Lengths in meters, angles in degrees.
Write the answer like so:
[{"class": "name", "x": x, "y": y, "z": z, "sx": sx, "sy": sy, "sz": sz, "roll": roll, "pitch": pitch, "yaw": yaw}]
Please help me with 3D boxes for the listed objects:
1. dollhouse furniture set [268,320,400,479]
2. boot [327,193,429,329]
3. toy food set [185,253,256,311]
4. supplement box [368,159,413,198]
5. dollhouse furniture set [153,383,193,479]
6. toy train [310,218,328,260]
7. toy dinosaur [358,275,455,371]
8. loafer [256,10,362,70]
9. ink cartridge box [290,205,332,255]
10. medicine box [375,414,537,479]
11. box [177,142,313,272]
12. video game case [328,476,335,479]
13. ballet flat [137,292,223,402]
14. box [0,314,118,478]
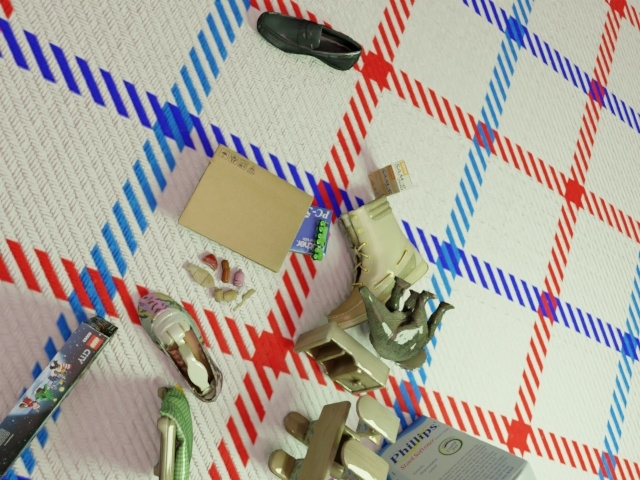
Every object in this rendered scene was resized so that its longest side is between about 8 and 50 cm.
[{"class": "dollhouse furniture set", "x": 0.009, "y": 0.296, "z": 0.757, "sx": 0.161, "sy": 0.212, "sz": 0.242, "roll": 42, "pitch": 45, "yaw": -15}, {"class": "boot", "x": 0.082, "y": 0.040, "z": 0.865, "sx": 0.262, "sy": 0.095, "sz": 0.203, "roll": -33, "pitch": 98, "yaw": -23}, {"class": "toy food set", "x": -0.184, "y": 0.072, "z": 0.798, "sx": 0.122, "sy": 0.019, "sz": 0.078, "roll": 47, "pitch": 70, "yaw": -4}, {"class": "supplement box", "x": 0.147, "y": -0.127, "z": 0.905, "sx": 0.036, "sy": 0.098, "sz": 0.062, "roll": -20, "pitch": 92, "yaw": -22}, {"class": "dollhouse furniture set", "x": -0.184, "y": 0.391, "z": 0.670, "sx": 0.152, "sy": 0.198, "sz": 0.301, "roll": 3, "pitch": 85, "yaw": -20}, {"class": "toy train", "x": 0.000, "y": 0.000, "z": 0.829, "sx": 0.024, "sy": 0.017, "sz": 0.083, "roll": 16, "pitch": 81, "yaw": -31}, {"class": "toy dinosaur", "x": 0.152, "y": 0.162, "z": 0.778, "sx": 0.313, "sy": 0.121, "sz": 0.160, "roll": 35, "pitch": 78, "yaw": -59}, {"class": "loafer", "x": -0.018, "y": -0.420, "z": 0.876, "sx": 0.223, "sy": 0.078, "sz": 0.076, "roll": 13, "pitch": 80, "yaw": -20}, {"class": "ink cartridge box", "x": -0.085, "y": -0.032, "z": 0.831, "sx": 0.207, "sy": 0.046, "sz": 0.097, "roll": 12, "pitch": 82, "yaw": -21}, {"class": "medicine box", "x": 0.280, "y": 0.515, "z": 0.796, "sx": 0.149, "sy": 0.289, "sz": 0.263, "roll": -28, "pitch": 96, "yaw": -24}, {"class": "box", "x": -0.131, "y": -0.056, "z": 0.777, "sx": 0.201, "sy": 0.021, "sz": 0.164, "roll": 29, "pitch": 77, "yaw": -18}, {"class": "video game case", "x": 0.000, "y": 0.554, "z": 0.826, "sx": 0.157, "sy": 0.019, "sz": 0.143, "roll": -34, "pitch": 97, "yaw": -20}, {"class": "ballet flat", "x": -0.235, "y": 0.185, "z": 0.733, "sx": 0.077, "sy": 0.079, "sz": 0.221, "roll": -33, "pitch": 97, "yaw": -20}, {"class": "box", "x": -0.395, "y": 0.222, "z": 0.621, "sx": 0.044, "sy": 0.159, "sz": 0.233, "roll": 37, "pitch": 73, "yaw": -13}]
